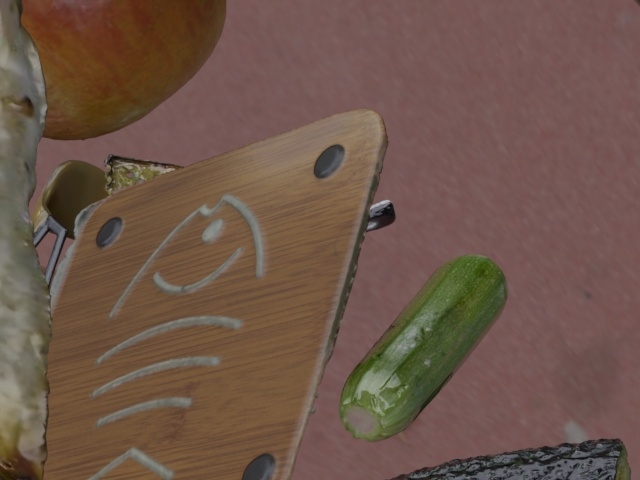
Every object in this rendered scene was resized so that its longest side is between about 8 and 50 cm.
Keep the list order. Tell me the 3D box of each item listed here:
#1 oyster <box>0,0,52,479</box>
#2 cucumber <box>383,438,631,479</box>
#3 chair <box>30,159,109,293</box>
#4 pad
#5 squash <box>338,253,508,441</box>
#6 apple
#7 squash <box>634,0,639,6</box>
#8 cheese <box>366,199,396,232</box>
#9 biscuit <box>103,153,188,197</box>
[{"bbox_3d":[-0.167,-0.058,0.674,0.096,0.221,0.361,-12,50,3],"label":"oyster"},{"bbox_3d":[0.141,0.232,1.787,0.300,0.072,0.072,-12,67,24],"label":"cucumber"},{"bbox_3d":[-0.263,0.060,2.071,0.172,0.159,0.247,38,101,40],"label":"chair"},{"bbox_3d":[-0.089,0.059,1.187,0.286,0.018,0.284,-16,46,41],"label":"pad"},{"bbox_3d":[0.082,0.076,1.474,0.066,0.066,0.229,11,33,25],"label":"squash"},{"bbox_3d":[-0.245,-0.235,1.736,0.254,0.346,0.179,-48,28,2],"label":"apple"},{"bbox_3d":[0.350,-0.278,1.702,0.218,0.172,0.218,0,83,-2],"label":"squash"},{"bbox_3d":[0.000,0.000,1.939,0.162,0.086,0.036,-23,32,-10],"label":"cheese"},{"bbox_3d":[-0.134,0.006,1.861,0.016,0.144,0.203,124,144,-46],"label":"biscuit"}]
